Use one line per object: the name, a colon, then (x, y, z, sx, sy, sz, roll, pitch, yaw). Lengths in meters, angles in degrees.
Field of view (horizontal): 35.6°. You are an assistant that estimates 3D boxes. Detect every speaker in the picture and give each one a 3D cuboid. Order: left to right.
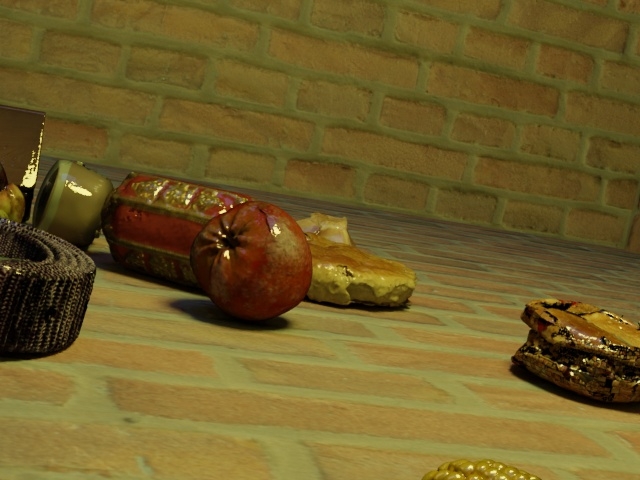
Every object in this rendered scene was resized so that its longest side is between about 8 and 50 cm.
speaker: (-0.622, -0.148, 1.782, 0.231, 0.192, 0.153, 8, -24, -17)

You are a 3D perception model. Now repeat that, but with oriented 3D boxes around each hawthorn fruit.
hawthorn fruit: (-0.089, 0.035, 1.393, 0.173, 0.172, 0.173, 11, 7, -1)

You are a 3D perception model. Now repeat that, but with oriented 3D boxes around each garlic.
garlic: (-0.003, 0.012, 1.990, 0.175, 0.099, 0.124, 8, 26, 12)

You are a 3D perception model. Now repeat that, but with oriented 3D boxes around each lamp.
lamp: (-0.211, -0.013, 1.578, 0.274, 0.177, 0.177, 15, 9, 19)

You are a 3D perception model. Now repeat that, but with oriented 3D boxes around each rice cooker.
rice cooker: (-0.424, -0.062, 1.715, 0.127, 0.145, 0.206, 22, 3, -7)

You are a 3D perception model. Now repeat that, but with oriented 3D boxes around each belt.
belt: (-0.392, 0.035, 1.122, 0.260, 0.122, 0.325, 14, 7, -32)

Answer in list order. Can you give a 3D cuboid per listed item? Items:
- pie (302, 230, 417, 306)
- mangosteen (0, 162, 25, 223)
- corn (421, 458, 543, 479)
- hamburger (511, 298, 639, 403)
pie: (0.011, 0.050, 1.746, 0.340, 0.083, 0.339, 13, 8, -2)
mangosteen: (-0.493, -0.031, 1.337, 0.217, 0.192, 0.192, 50, 11, 1)
corn: (0.162, 0.216, 0.609, 0.102, 0.101, 0.310, 5, 9, -38)
hamburger: (0.380, 0.154, 1.380, 0.231, 0.106, 0.231, 15, 7, -2)
